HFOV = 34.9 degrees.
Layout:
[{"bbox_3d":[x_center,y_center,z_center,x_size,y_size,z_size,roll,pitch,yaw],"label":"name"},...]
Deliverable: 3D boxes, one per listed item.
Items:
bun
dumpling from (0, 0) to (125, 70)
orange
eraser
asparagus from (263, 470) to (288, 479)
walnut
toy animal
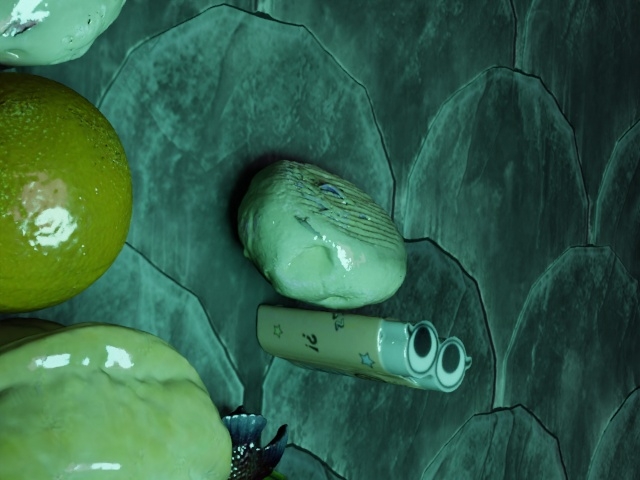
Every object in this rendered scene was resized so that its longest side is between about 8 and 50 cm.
[{"bbox_3d":[-0.004,-0.003,1.495,0.273,0.273,0.168,7,127,-46],"label":"bun"},{"bbox_3d":[-0.356,-0.319,1.175,0.243,0.187,0.318,40,47,4],"label":"dumpling"},{"bbox_3d":[-0.335,-0.052,1.107,0.274,0.274,0.274,-4,95,-46],"label":"orange"},{"bbox_3d":[0.057,0.156,1.500,0.171,0.290,0.087,29,72,-43],"label":"eraser"},{"bbox_3d":[-0.056,0.388,1.587,0.236,0.027,0.034,47,65,-37],"label":"asparagus"},{"bbox_3d":[-0.287,0.246,1.114,0.381,0.381,0.381,-4,95,-46],"label":"walnut"},{"bbox_3d":[-0.136,0.324,1.433,0.218,0.116,0.179,2,89,-35],"label":"toy animal"}]
